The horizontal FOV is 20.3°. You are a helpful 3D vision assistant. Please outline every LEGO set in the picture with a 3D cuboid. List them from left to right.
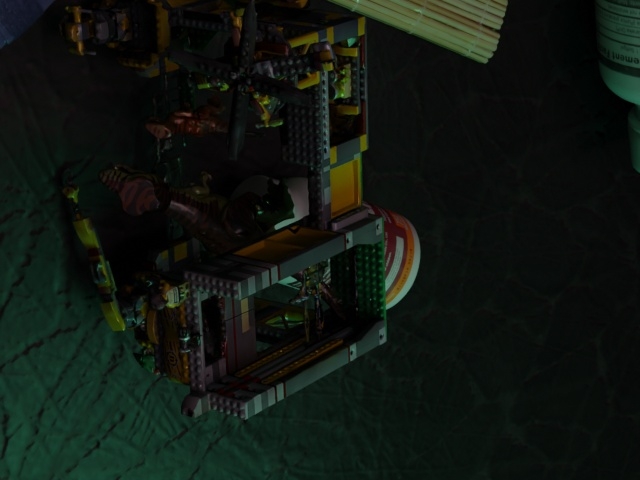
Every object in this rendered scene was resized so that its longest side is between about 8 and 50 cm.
[{"bbox_3d":[-0.092,-0.029,1.223,0.192,0.255,0.331,-25,127,-49],"label":"LEGO set"}]

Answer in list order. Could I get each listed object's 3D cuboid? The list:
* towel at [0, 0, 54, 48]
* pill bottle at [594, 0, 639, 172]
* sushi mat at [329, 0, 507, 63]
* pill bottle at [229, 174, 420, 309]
[{"bbox_3d":[-0.203,-0.189,1.228,0.119,0.029,0.067,-46,127,-17],"label":"towel"},{"bbox_3d":[0.324,-0.217,1.540,0.176,0.176,0.319,-22,117,-31],"label":"pill bottle"},{"bbox_3d":[0.054,-0.252,1.418,0.316,0.019,0.151,16,93,-40],"label":"sushi mat"},{"bbox_3d":[0.000,0.000,1.412,0.152,0.086,0.086,20,92,-41],"label":"pill bottle"}]
